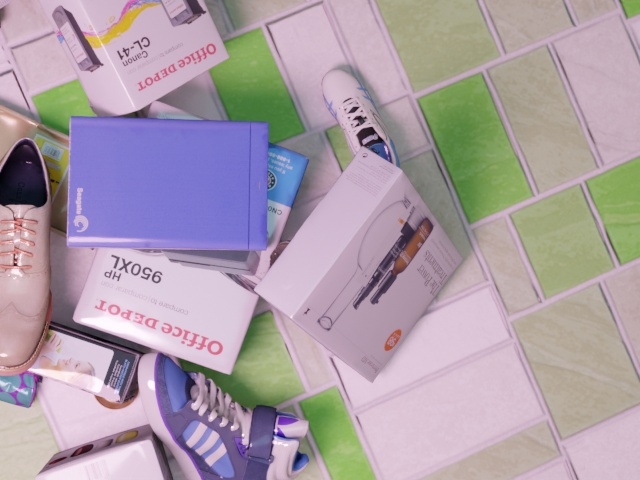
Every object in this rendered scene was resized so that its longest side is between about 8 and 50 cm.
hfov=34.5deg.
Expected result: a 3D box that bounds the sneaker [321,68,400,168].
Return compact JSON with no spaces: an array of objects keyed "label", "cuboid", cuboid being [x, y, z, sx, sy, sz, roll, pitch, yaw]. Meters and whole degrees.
[{"label":"sneaker","cuboid":[0.077,-0.205,1.859,0.085,0.086,0.237,-28,90,-5]}]

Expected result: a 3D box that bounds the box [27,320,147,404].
[{"label":"box","cuboid":[-0.445,0.186,1.735,0.289,0.169,0.087,19,83,0]}]

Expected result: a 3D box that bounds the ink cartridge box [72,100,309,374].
[{"label":"ink cartridge box","cuboid":[-0.220,-0.001,1.776,0.285,0.166,0.395,20,87,-5]}]

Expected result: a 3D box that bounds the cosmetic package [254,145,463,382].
[{"label":"cosmetic package","cuboid":[0.079,0.055,1.717,0.097,0.377,0.284,36,85,31]}]

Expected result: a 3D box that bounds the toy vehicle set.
[{"label":"toy vehicle set","cuboid":[-0.488,-0.114,1.813,0.266,0.035,0.166,25,86,-5]}]

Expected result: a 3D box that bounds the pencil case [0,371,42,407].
[{"label":"pencil case","cuboid":[-0.562,0.237,1.780,0.151,0.064,0.070,16,102,-6]}]

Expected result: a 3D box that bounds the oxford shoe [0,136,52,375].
[{"label":"oxford shoe","cuboid":[-0.493,0.016,1.632,0.140,0.146,0.397,1,58,-18]}]

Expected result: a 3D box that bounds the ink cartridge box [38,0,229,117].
[{"label":"ink cartridge box","cuboid":[-0.319,-0.385,1.693,0.226,0.131,0.306,-37,109,-33]}]

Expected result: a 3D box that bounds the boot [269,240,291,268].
[{"label":"boot","cuboid":[-0.002,-0.002,1.765,0.076,0.190,0.208,31,61,16]}]

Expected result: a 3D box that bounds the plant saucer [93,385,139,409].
[{"label":"plant saucer","cuboid":[-0.362,0.258,1.828,0.083,0.015,0.084,0,88,-7]}]

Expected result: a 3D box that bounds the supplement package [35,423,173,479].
[{"label":"supplement package","cuboid":[-0.351,0.415,1.731,0.194,0.203,0.149,-17,90,-8]}]

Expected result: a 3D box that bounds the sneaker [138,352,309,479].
[{"label":"sneaker","cuboid":[-0.143,0.294,1.736,0.236,0.130,0.323,-15,120,11]}]

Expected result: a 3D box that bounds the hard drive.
[{"label":"hard drive","cuboid":[-0.245,-0.091,1.672,0.318,0.040,0.210,1,87,-6]}]

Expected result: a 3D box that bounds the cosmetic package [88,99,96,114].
[{"label":"cosmetic package","cuboid":[-0.373,-0.345,1.803,0.060,0.099,0.239,0,88,-5]}]

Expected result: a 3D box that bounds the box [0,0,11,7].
[{"label":"box","cuboid":[-0.609,-0.477,1.747,0.322,0.058,0.232,-36,68,-11]}]
